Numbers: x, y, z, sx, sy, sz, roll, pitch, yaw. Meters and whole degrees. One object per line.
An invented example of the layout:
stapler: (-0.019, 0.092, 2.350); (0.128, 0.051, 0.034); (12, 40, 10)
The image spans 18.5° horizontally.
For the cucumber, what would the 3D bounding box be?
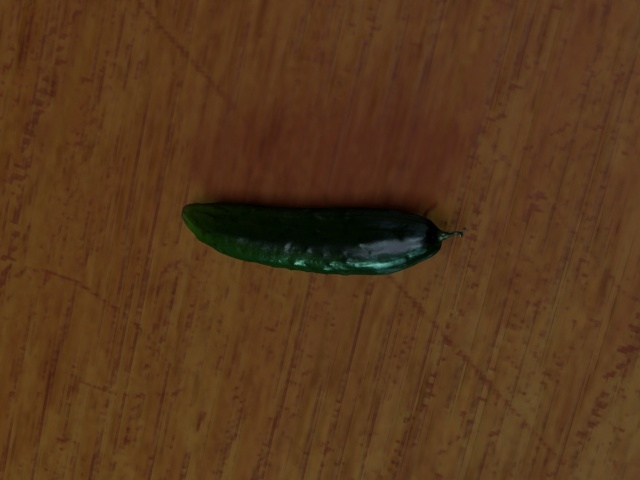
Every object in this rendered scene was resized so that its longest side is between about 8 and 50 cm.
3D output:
cucumber: (0.000, 0.000, 1.080); (0.168, 0.039, 0.039); (4, 109, 21)
